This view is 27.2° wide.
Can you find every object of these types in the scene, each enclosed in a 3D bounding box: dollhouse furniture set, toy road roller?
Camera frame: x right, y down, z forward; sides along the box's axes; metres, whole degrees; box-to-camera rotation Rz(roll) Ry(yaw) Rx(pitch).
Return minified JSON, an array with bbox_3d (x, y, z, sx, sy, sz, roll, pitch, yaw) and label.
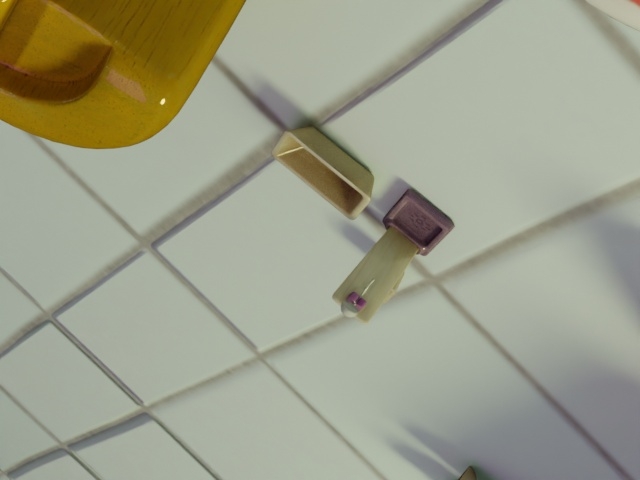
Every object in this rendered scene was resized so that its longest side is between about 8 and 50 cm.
[{"bbox_3d":[0.000,0.000,0.794,0.114,0.081,0.091,39,149,0],"label":"dollhouse furniture set"},{"bbox_3d":[-0.179,-0.140,0.701,0.241,0.202,0.329,34,149,-12],"label":"toy road roller"}]

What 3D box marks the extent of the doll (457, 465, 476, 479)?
[{"bbox_3d":[0.168,0.241,0.962,0.189,0.046,0.129,36,150,6],"label":"doll"}]

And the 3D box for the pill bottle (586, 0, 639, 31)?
[{"bbox_3d":[0.172,-0.170,0.318,0.161,0.161,0.283,46,149,-10],"label":"pill bottle"}]
